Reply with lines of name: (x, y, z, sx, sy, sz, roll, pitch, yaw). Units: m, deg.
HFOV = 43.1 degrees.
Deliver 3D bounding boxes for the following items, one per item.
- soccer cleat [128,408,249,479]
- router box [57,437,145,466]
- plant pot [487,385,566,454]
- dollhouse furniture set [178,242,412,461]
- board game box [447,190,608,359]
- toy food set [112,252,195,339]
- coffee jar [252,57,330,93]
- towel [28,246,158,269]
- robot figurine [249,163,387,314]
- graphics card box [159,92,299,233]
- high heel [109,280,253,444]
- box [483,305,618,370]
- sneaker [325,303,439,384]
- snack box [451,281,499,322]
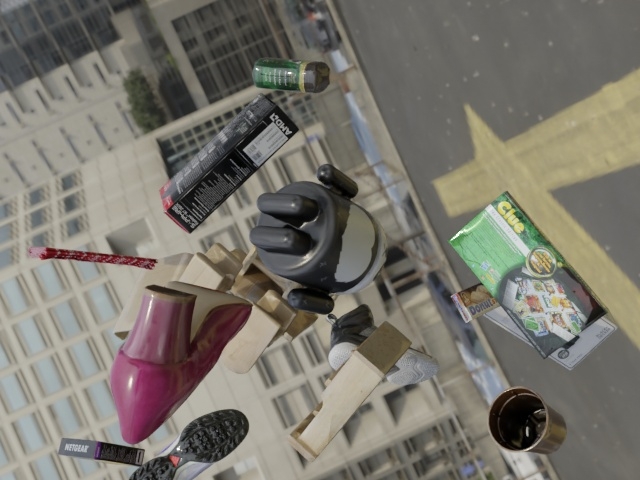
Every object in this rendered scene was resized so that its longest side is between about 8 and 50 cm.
soccer cleat: (-0.293, 0.489, 1.849, 0.109, 0.318, 0.116, 53, -178, 15)
router box: (-0.529, 0.510, 1.954, 0.133, 0.179, 0.046, 24, -114, -39)
plant pot: (0.541, 0.476, 2.085, 0.165, 0.167, 0.167, 30, -155, -45)
dollhouse furniture set: (-0.065, 0.184, 1.584, 0.394, 0.256, 0.362, 40, -152, 10)
board game box: (0.347, 0.057, 1.370, 0.260, 0.136, 0.030, 53, -154, 13)
toy food set: (-0.424, 0.160, 2.156, 0.092, 0.220, 0.306, 35, 152, -28)
coffee jar: (-0.071, -0.416, 2.044, 0.096, 0.184, 0.079, -31, -54, -58)
towel: (-0.554, 0.043, 1.961, 0.199, 0.274, 0.031, 2, 85, 61)
robot figurine: (0.002, -0.002, 1.403, 0.278, 0.209, 0.173, 24, -156, -52)
graphics card box: (-0.232, -0.196, 1.997, 0.094, 0.371, 0.233, 45, -178, -21)
high heel: (-0.190, 0.154, 1.106, 0.377, 0.127, 0.181, 20, -97, -78)
box: (0.535, 0.166, 1.926, 0.290, 0.169, 0.087, 31, -154, -15)
sneaker: (0.134, 0.223, 1.780, 0.101, 0.268, 0.153, -58, 31, 37)
snack box: (0.342, 0.125, 1.729, 0.178, 0.022, 0.064, -14, -107, -52)
